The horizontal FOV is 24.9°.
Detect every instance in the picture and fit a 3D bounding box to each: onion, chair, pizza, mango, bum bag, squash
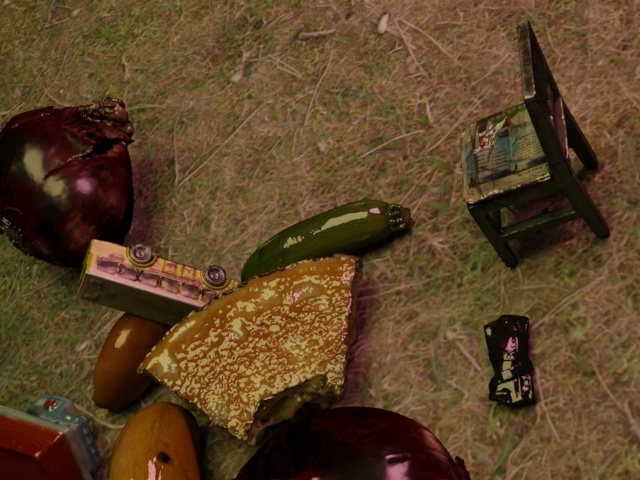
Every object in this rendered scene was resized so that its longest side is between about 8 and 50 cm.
[{"bbox_3d":[-0.384,-0.076,2.161,0.281,0.221,0.281,-17,46,18],"label":"onion"},{"bbox_3d":[0.015,0.311,1.553,0.314,0.232,0.314,-20,45,22],"label":"onion"},{"bbox_3d":[0.231,-0.108,1.723,0.147,0.270,0.136,-18,48,21],"label":"chair"},{"bbox_3d":[-0.063,0.150,1.836,0.323,0.089,0.223,-28,57,1],"label":"pizza"},{"bbox_3d":[-0.203,0.301,1.779,0.109,0.157,0.262,-20,33,10],"label":"mango"},{"bbox_3d":[0.221,0.140,1.696,0.057,0.034,0.124,-10,50,11],"label":"bum bag"},{"bbox_3d":[-0.253,0.159,1.971,0.084,0.105,0.159,19,78,15],"label":"mango"},{"bbox_3d":[0.000,0.000,1.943,0.258,0.069,0.069,-24,45,17],"label":"squash"}]

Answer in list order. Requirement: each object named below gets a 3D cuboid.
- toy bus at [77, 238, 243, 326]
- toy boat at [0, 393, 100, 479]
[{"bbox_3d":[-0.207,0.063,1.929,0.081,0.226,0.074,123,161,-51],"label":"toy bus"},{"bbox_3d":[-0.437,0.269,1.983,0.331,0.145,0.133,5,35,35],"label":"toy boat"}]
